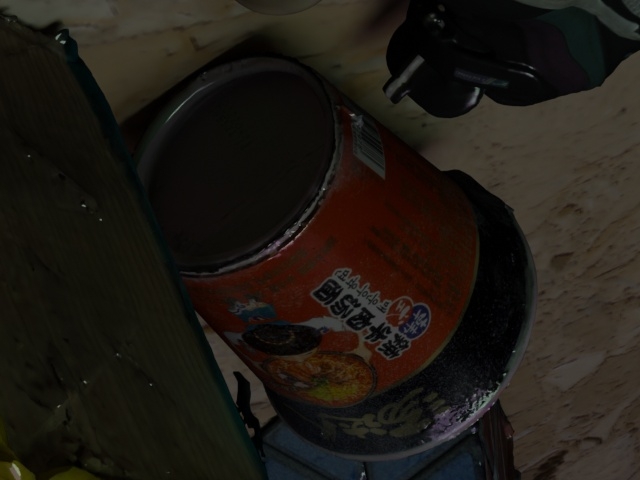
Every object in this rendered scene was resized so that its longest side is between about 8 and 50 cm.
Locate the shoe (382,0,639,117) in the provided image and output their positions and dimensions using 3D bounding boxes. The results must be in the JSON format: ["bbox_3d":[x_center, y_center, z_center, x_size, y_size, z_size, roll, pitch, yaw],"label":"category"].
[{"bbox_3d":[0.060,-0.080,0.570,0.169,0.071,0.099,3,143,-45],"label":"shoe"}]

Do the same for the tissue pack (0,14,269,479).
[{"bbox_3d":[-0.177,0.064,0.496,0.271,0.192,0.134,-37,150,19],"label":"tissue pack"}]

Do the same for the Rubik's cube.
[{"bbox_3d":[0.013,0.154,0.853,0.178,0.190,0.211,-11,148,10],"label":"Rubik's cube"}]

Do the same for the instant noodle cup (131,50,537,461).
[{"bbox_3d":[0.000,0.002,0.614,0.127,0.127,0.136,-32,142,12],"label":"instant noodle cup"}]

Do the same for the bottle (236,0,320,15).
[{"bbox_3d":[-0.015,-0.108,0.487,0.045,0.045,0.096,-21,151,-8],"label":"bottle"}]
